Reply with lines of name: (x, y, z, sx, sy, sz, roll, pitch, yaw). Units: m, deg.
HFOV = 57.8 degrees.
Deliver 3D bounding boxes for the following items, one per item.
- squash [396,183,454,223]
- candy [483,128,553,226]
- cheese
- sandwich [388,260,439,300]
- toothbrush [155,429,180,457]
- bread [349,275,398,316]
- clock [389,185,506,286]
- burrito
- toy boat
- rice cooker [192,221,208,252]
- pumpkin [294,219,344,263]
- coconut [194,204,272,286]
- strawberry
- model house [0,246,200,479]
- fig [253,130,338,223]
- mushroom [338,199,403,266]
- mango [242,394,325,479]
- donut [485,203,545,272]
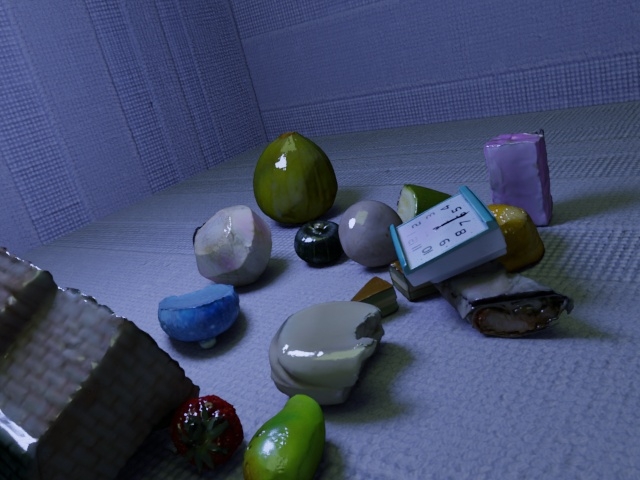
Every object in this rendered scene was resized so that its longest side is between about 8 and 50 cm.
squash: (0.372, -0.061, 1.838, 0.288, 0.203, 0.111, 15, 0, -35)
candy: (0.568, -0.172, 1.655, 0.155, 0.265, 0.116, -2, 27, 30)
cheese: (0.025, 0.221, 1.181, 0.233, 0.127, 0.266, -6, 23, 23)
sandwich: (0.269, 0.077, 1.464, 0.163, 0.079, 0.113, -20, 22, -11)
toothbrush: (-0.374, 0.376, 1.198, 0.342, 0.025, 0.030, 8, 32, 46)
bread: (0.105, 0.152, 1.391, 0.139, 0.074, 0.084, -24, 22, -20)
clock: (0.295, 0.000, 1.359, 0.231, 0.116, 0.262, -29, 18, 11)
burrito: (0.368, 0.120, 1.252, 0.175, 0.107, 0.348, -33, 20, -4)
toy boat: (-0.318, 0.204, 1.543, 0.215, 0.123, 0.330, -14, 7, -21)
rice cooker: (-0.383, 0.009, 2.057, 0.142, 0.118, 0.203, -17, 23, -6)
pumpkin: (0.000, 0.003, 1.793, 0.167, 0.125, 0.167, -6, 12, 1)
coconut: (-0.260, 0.023, 1.786, 0.259, 0.259, 0.259, -13, 20, 5)
strawberry: (-0.207, 0.340, 1.047, 0.131, 0.131, 0.148, -22, -3, -19)
model house: (-0.529, 0.304, 1.067, 0.445, 0.395, 0.400, 18, 57, 29)
fig: (-0.105, -0.237, 2.195, 0.343, 0.343, 0.343, -13, 20, 5)
mushroom: (0.140, -0.009, 1.683, 0.204, 0.204, 0.204, -13, 20, 5)
mango: (-0.057, 0.339, 0.947, 0.125, 0.111, 0.233, -6, 20, 11)
donut: (0.437, -0.010, 1.539, 0.303, 0.110, 0.303, -14, 19, 5)
